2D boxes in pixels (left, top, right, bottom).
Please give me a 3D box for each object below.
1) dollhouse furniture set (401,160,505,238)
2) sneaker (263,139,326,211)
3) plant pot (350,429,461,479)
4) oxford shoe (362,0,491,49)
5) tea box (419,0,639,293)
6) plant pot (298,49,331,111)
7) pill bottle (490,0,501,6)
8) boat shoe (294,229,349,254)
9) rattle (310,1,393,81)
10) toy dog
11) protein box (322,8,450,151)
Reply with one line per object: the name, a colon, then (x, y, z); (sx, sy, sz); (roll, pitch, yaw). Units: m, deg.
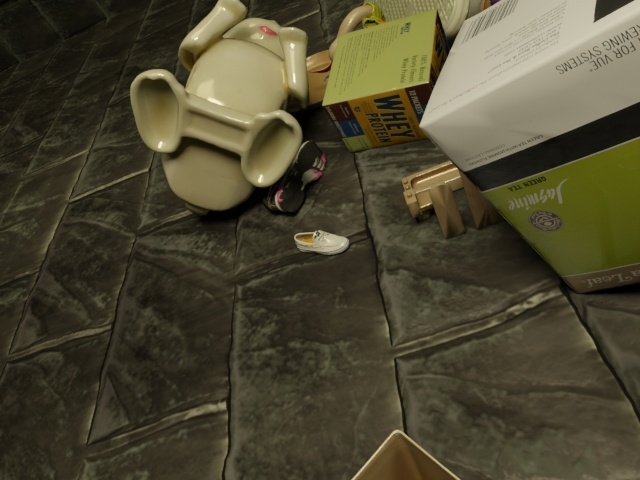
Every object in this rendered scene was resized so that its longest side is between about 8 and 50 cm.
dollhouse furniture set: (0.193, -0.103, 0.876); (0.144, 0.123, 0.151); (-20, 41, 12)
sneaker: (-0.058, -0.126, 1.099); (0.077, 0.072, 0.178); (-6, 39, 41)
plant pot: (0.092, 0.279, 0.565); (0.109, 0.096, 0.109); (-43, 41, -16)
oxford shoe: (0.223, -0.517, 1.296); (0.130, 0.169, 0.449); (1, 22, -25)
tea box: (0.350, -0.141, 0.596); (0.329, 0.323, 0.219); (-21, 34, 48)
plant pot: (-0.008, -0.376, 1.353); (0.237, 0.032, 0.236); (-18, 41, 16)
pill bottle: (0.401, -0.534, 1.207); (0.108, 0.108, 0.193); (-33, 40, -3)
boat shoe: (0.000, 0.000, 0.956); (0.100, 0.035, 0.035); (3, 50, 34)
rattle: (0.090, -0.401, 1.236); (0.200, 0.130, 0.143); (-45, 74, -1)
toy dog: (-0.147, -0.272, 1.132); (0.285, 0.395, 0.407); (13, 49, 1)
protein box: (0.136, -0.299, 1.084); (0.201, 0.136, 0.199); (-6, 55, 27)
